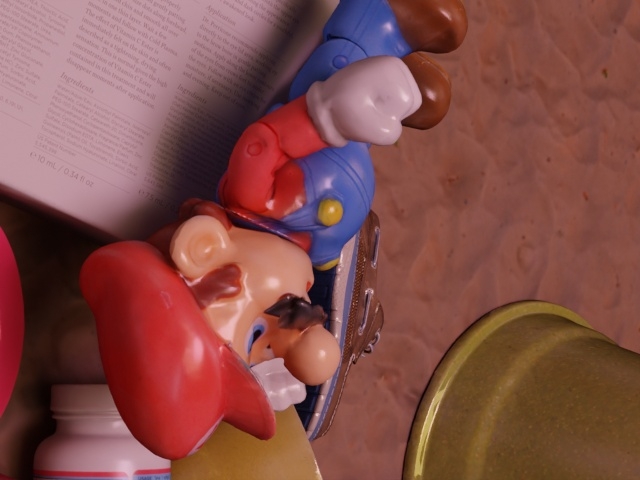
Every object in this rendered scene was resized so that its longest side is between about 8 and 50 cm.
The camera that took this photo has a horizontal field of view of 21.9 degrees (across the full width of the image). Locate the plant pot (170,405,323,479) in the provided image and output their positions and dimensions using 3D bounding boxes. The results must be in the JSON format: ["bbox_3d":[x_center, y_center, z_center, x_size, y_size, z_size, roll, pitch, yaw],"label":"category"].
[{"bbox_3d":[-0.058,0.164,1.102,0.095,0.134,0.134,-19,110,-12],"label":"plant pot"}]

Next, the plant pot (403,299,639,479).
[{"bbox_3d":[0.248,0.199,1.290,0.276,0.254,0.276,-7,101,-42],"label":"plant pot"}]

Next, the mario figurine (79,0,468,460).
[{"bbox_3d":[0.000,0.000,0.969,0.320,0.170,0.198,-56,131,-24],"label":"mario figurine"}]

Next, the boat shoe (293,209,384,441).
[{"bbox_3d":[0.013,0.057,1.180,0.066,0.066,0.183,14,86,-44],"label":"boat shoe"}]

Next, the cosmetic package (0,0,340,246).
[{"bbox_3d":[-0.156,-0.166,0.972,0.377,0.097,0.284,28,79,-42],"label":"cosmetic package"}]

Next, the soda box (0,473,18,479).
[{"bbox_3d":[-0.276,0.213,0.915,0.263,0.092,0.083,-21,110,-40],"label":"soda box"}]

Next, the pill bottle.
[{"bbox_3d":[-0.137,0.170,1.036,0.087,0.087,0.160,6,82,-43],"label":"pill bottle"}]

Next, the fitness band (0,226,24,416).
[{"bbox_3d":[-0.298,0.059,0.907,0.291,0.054,0.209,-9,104,-41],"label":"fitness band"}]
